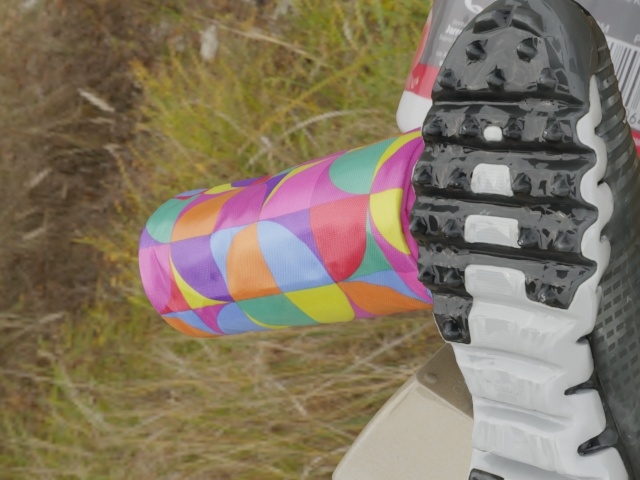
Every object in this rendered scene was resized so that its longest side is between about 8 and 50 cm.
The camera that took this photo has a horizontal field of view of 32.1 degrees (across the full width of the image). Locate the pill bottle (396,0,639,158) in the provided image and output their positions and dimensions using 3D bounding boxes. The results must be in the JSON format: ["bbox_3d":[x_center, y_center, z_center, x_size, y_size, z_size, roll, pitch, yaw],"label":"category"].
[{"bbox_3d":[0.173,-0.187,0.648,0.176,0.176,0.319,27,103,44],"label":"pill bottle"}]

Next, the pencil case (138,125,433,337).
[{"bbox_3d":[0.000,0.000,0.628,0.236,0.104,0.104,-10,77,43],"label":"pencil case"}]

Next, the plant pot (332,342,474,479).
[{"bbox_3d":[0.089,0.113,0.659,0.109,0.109,0.096,34,132,19],"label":"plant pot"}]

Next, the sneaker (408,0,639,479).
[{"bbox_3d":[0.096,0.024,0.399,0.078,0.106,0.234,10,116,47],"label":"sneaker"}]
